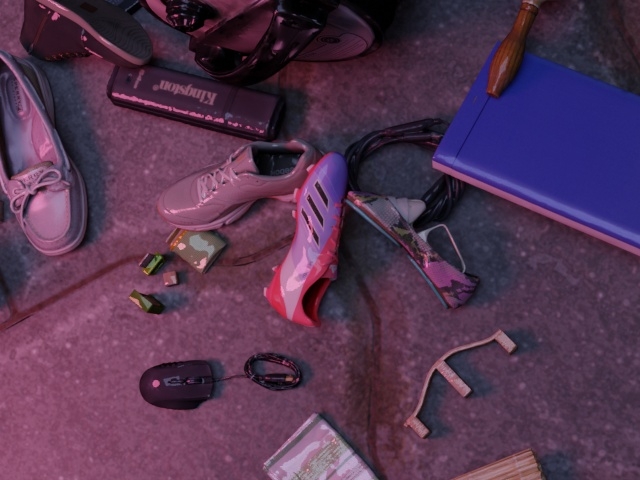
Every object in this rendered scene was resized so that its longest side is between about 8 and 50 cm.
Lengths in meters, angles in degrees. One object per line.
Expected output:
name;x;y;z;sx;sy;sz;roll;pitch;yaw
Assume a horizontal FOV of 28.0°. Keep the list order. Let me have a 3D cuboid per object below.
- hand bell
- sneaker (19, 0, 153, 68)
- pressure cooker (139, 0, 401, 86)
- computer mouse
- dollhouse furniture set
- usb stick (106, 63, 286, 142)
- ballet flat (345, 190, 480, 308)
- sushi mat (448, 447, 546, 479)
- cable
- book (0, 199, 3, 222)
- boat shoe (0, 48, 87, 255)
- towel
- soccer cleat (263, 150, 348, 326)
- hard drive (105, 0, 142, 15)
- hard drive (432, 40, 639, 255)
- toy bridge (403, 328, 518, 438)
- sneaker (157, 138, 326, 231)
hand bell;0.282;-0.308;1.765;0.126;0.126;0.242;24;85;16
sneaker;-0.353;-0.300;1.937;0.222;0.083;0.118;34;132;11
pressure cooker;-0.063;-0.416;1.745;0.375;0.370;0.420;7;79;18
computer mouse;-0.146;0.199;1.835;0.242;0.041;0.071;-8;78;11
dollhouse furniture set;-0.214;0.035;1.867;0.076;0.058;0.152;39;91;16
usb stick;-0.184;-0.207;1.906;0.278;0.045;0.077;15;83;16
ballet flat;0.133;-0.004;1.765;0.079;0.077;0.221;-44;92;4
sushi mat;0.170;0.404;1.727;0.316;0.019;0.151;-24;86;9
cable;0.112;-0.089;1.822;0.184;0.047;0.151;-13;86;13
book;-0.567;-0.043;1.944;0.144;0.096;0.035;-7;80;13
boat shoe;-0.436;-0.131;1.924;0.118;0.103;0.320;-17;77;10
towel;0.006;0.330;1.786;0.113;0.023;0.152;-46;74;4
soccer cleat;0.000;0.000;1.786;0.095;0.083;0.248;30;107;30
hard drive;-0.343;-0.391;1.985;0.094;0.022;0.135;-37;75;6
hard drive;0.341;-0.127;1.743;0.318;0.040;0.210;24;70;16
toy bridge;0.183;0.190;1.765;0.188;0.026;0.063;-44;72;3
sneaker;-0.118;-0.094;1.827;0.262;0.121;0.099;-17;67;9
